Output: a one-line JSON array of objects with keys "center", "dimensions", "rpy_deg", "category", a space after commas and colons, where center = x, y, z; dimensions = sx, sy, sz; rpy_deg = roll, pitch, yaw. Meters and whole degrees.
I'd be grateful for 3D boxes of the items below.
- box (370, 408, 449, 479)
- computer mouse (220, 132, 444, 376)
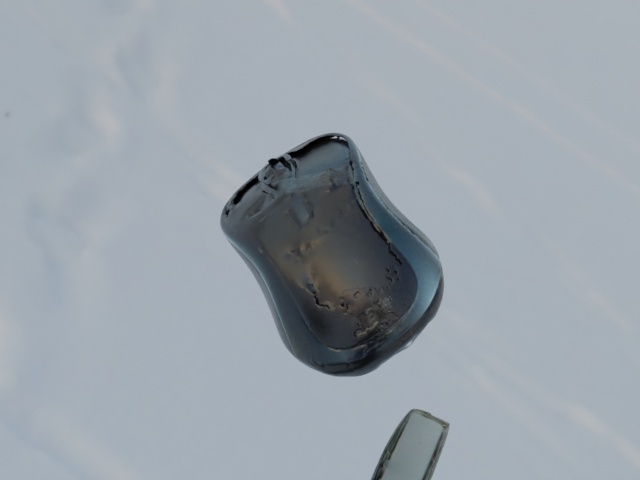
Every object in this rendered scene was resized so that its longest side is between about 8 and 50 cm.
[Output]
[{"center": [0.031, 0.210, 1.001], "dimensions": [0.035, 0.178, 0.115], "rpy_deg": [25, 38, 7], "category": "box"}, {"center": [0.000, 0.000, 1.158], "dimensions": [0.233, 0.137, 0.096], "rpy_deg": [53, -5, 43], "category": "computer mouse"}]
